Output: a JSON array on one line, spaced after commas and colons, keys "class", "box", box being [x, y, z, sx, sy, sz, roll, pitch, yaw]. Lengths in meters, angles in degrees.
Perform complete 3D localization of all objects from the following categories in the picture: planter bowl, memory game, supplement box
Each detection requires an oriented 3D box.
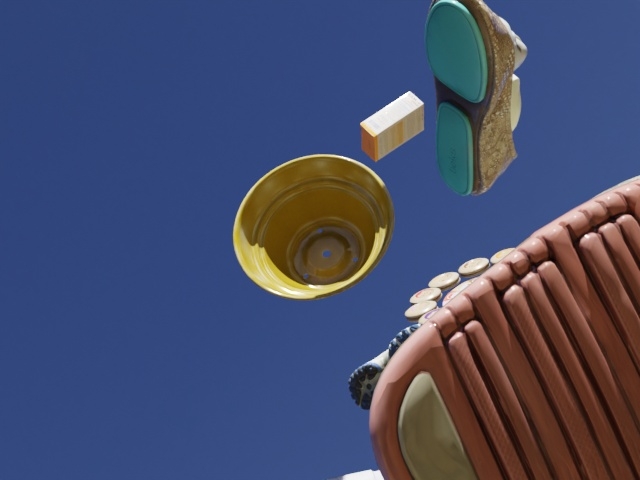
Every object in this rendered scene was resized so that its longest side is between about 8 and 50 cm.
[{"class": "planter bowl", "box": [0.000, 0.000, 1.655, 0.217, 0.217, 0.090, -39, -31, -7]}, {"class": "memory game", "box": [0.178, 0.049, 1.341, 0.186, 0.186, 0.012, -28, -74, -19]}, {"class": "supplement box", "box": [0.108, -0.171, 1.867, 0.098, 0.036, 0.062, -34, -31, -19]}]

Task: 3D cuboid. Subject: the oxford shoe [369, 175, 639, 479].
[{"class": "oxford shoe", "box": [0.184, 0.025, 0.596, 0.396, 0.146, 0.141, -22, -86, -21]}]

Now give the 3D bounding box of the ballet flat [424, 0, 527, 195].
[{"class": "ballet flat", "box": [0.118, -0.119, 0.919, 0.067, 0.073, 0.206, -36, -30, -20]}]

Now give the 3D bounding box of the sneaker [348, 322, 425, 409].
[{"class": "sneaker", "box": [0.087, 0.110, 1.159, 0.135, 0.052, 0.058, -32, -10, 36]}]

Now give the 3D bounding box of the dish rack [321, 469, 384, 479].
[{"class": "dish rack", "box": [0.155, 0.295, 0.991, 0.332, 0.286, 0.072, -9, -51, -14]}]
